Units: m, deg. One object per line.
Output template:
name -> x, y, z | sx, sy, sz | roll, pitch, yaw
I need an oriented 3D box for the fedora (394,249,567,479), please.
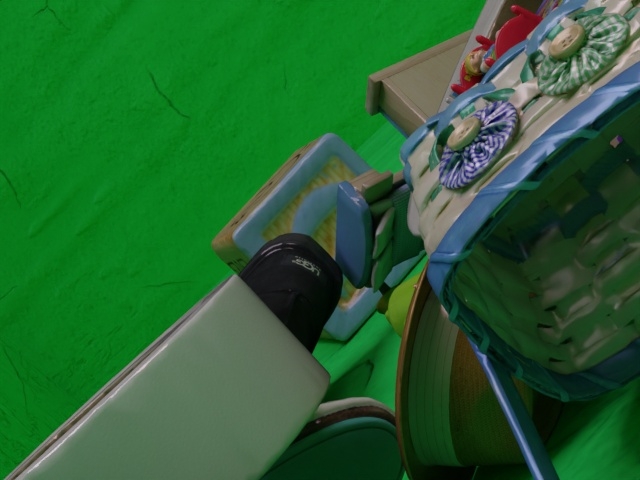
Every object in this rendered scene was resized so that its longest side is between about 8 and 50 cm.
fedora -> 0.115, 0.086, 0.886 | 0.079, 0.194, 0.194 | 5, 38, 28

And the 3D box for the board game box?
board game box -> 0.114, -0.116, 0.887 | 0.168, 0.033, 0.133 | -62, 2, 34

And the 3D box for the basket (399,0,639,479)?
basket -> 0.178, 0.002, 0.722 | 0.255, 0.201, 0.289 | -44, 45, 13

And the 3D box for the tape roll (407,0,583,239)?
tape roll -> 0.182, -0.163, 1.038 | 0.392, 0.072, 0.392 | -156, 90, -84

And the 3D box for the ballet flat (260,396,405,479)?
ballet flat -> -0.099, 0.264, 0.999 | 0.400, 0.139, 0.139 | -51, 8, -10

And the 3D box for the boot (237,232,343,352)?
boot -> -0.127, 0.209, 1.309 | 0.367, 0.146, 0.445 | -61, 4, 21

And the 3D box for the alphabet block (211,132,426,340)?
alphabet block -> 0.000, 0.000, 1.691 | 0.192, 0.193, 0.197 | -46, 7, -12

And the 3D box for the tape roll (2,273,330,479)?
tape roll -> -0.128, 0.152, 0.891 | 0.286, 0.100, 0.286 | -42, 3, 3

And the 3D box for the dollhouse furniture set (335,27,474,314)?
dollhouse furniture set -> 0.189, -0.048, 1.390 | 0.286, 0.198, 0.303 | -27, -33, -23

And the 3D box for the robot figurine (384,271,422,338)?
robot figurine -> 0.108, 0.060, 1.245 | 0.101, 0.067, 0.115 | -41, 4, -34

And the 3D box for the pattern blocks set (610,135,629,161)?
pattern blocks set -> 0.251, -0.107, 0.986 | 0.325, 0.026, 0.285 | -90, 12, -56

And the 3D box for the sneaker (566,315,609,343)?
sneaker -> 0.178, 0.025, 0.983 | 0.161, 0.057, 0.075 | -85, 17, -48
